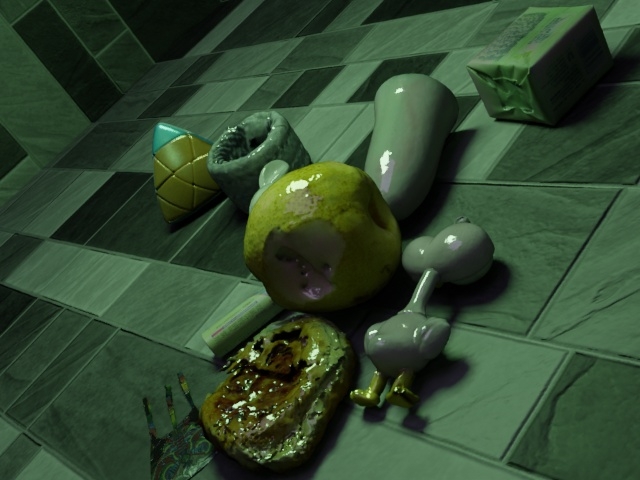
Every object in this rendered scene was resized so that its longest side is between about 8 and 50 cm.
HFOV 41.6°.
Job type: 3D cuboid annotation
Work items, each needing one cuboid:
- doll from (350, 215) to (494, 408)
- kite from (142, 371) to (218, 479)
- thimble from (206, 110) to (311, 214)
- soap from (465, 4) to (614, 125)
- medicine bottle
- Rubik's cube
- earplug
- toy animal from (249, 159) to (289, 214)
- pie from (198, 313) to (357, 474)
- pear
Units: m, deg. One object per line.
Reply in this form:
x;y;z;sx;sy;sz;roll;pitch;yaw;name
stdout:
0.159;0.091;1.289;0.160;0.094;0.365;-13;34;48;doll
-0.257;0.324;1.472;0.152;0.015;0.285;-37;29;-3;kite
-0.142;-0.180;1.945;0.217;0.157;0.245;-34;30;0;thimble
0.412;-0.332;1.588;0.199;0.138;0.182;-44;31;-14;soap
-0.112;0.126;1.562;0.231;0.059;0.059;-38;29;-3;medicine bottle
-0.339;-0.148;2.153;0.254;0.254;0.254;-27;30;17;Rubik's cube
0.158;-0.156;1.605;0.172;0.172;0.301;-14;43;34;earplug
-0.049;-0.089;1.740;0.193;0.127;0.179;-11;35;39;toy animal
-0.068;0.228;1.339;0.308;0.085;0.308;-27;29;16;pie
0.000;0.000;1.429;0.271;0.271;0.271;-27;30;17;pear
